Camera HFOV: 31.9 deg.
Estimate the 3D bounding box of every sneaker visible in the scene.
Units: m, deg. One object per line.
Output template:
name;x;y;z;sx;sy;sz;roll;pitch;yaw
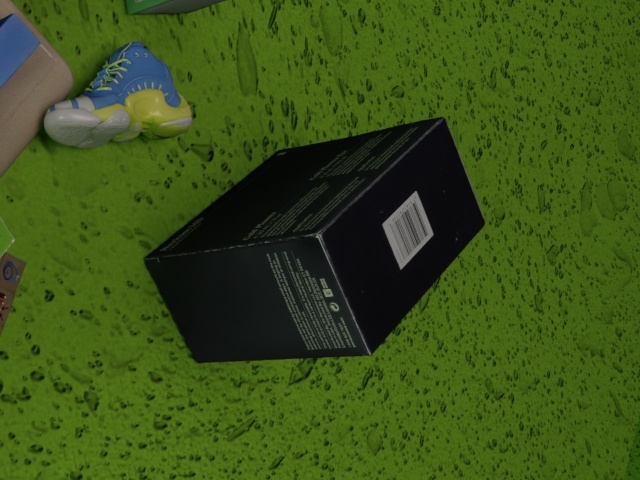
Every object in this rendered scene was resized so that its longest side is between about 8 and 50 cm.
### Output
sneaker;-0.270;-0.190;1.436;0.240;0.091;0.126;-8;79;-58

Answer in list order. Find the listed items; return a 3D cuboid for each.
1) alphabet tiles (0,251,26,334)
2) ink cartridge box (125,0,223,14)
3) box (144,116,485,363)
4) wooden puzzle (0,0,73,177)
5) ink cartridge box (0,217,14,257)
alphabet tiles;-0.421;0.101;1.213;0.198;0.009;0.237;41;61;-58
ink cartridge box;-0.176;-0.463;1.480;0.121;0.211;0.289;-15;95;-49
box;0.000;0.000;1.542;0.343;0.312;0.179;-43;117;-44
wooden puzzle;-0.442;-0.201;1.222;0.348;0.080;0.322;54;48;-31
ink cartridge box;-0.420;0.032;1.038;0.255;0.189;0.097;-52;140;11
